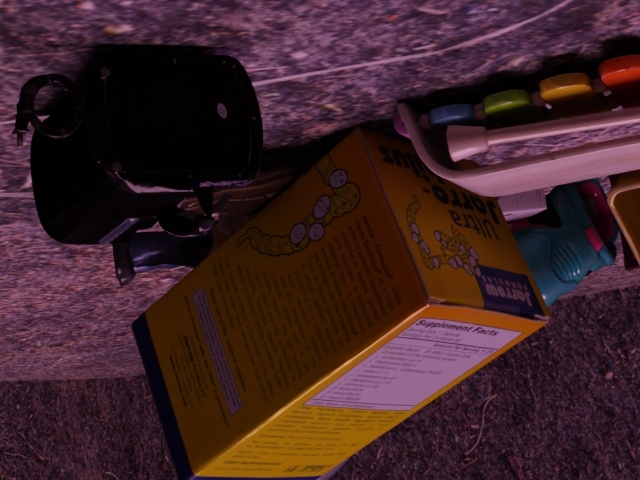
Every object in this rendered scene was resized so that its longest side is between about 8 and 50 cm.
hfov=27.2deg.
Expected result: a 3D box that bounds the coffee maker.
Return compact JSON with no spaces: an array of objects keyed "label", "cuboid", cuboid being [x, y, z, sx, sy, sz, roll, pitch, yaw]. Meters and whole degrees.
[{"label":"coffee maker","cuboid":[-0.152,-0.070,0.958,0.171,0.120,0.178,22,158,-22]}]

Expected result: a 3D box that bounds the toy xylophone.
[{"label":"toy xylophone","cuboid":[0.220,-0.105,1.098,0.322,0.081,0.236,-10,171,12]}]

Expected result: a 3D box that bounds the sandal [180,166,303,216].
[{"label":"sandal","cuboid":[-0.090,-0.054,1.245,0.180,0.049,0.072,-9,159,-36]}]

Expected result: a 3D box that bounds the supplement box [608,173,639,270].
[{"label":"supplement box","cuboid":[0.436,-0.050,1.498,0.073,0.130,0.239,-4,171,-29]}]

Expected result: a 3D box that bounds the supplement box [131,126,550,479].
[{"label":"supplement box","cuboid":[0.010,0.080,1.317,0.194,0.195,0.356,11,139,-47]}]

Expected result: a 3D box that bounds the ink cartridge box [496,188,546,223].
[{"label":"ink cartridge box","cuboid":[0.177,-0.047,1.522,0.135,0.056,0.099,-6,172,-13]}]

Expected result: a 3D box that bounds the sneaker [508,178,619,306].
[{"label":"sneaker","cuboid":[0.275,-0.013,1.654,0.178,0.124,0.295,-32,-161,-1]}]

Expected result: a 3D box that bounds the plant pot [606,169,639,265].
[{"label":"plant pot","cuboid":[0.420,-0.038,1.236,0.212,0.212,0.187,-15,-150,34]}]

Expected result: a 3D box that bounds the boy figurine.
[{"label":"boy figurine","cuboid":[-0.083,-0.008,1.426,0.285,0.092,0.177,-8,171,-5]}]
